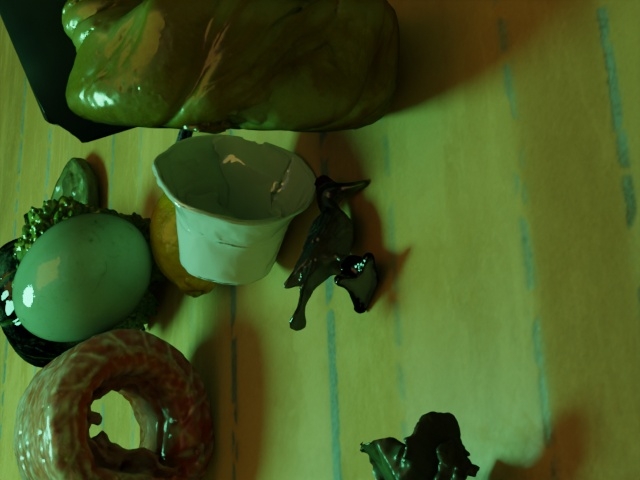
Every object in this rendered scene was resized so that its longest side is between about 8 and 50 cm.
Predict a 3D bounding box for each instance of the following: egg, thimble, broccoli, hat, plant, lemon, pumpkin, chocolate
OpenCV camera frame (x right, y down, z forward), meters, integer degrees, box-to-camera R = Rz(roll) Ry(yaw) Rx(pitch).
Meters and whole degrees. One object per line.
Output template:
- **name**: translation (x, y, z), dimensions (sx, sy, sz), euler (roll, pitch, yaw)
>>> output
- **egg**: translation (-0.303, 0.048, 1.471), dimensions (0.192, 0.149, 0.149), euler (-33, 44, 10)
- **thimble**: translation (-0.255, 0.235, 1.437), dimensions (0.162, 0.239, 0.239), euler (-28, 56, 51)
- **broccoli**: translation (-0.318, 0.004, 1.660), dimensions (0.180, 0.242, 0.273), euler (-42, 48, 15)
- **hat**: translation (-0.105, -0.026, 1.352), dimensions (0.203, 0.203, 0.126), euler (-123, 36, -51)
- **plant**: translation (0.094, 0.246, 0.925), dimensions (0.142, 0.131, 0.203), euler (-60, 33, 35)
- **lemon**: translation (-0.161, -0.004, 1.477), dimensions (0.114, 0.114, 0.155), euler (-9, 79, 59)
- **pumpkin**: translation (-0.435, 0.097, 1.829), dimensions (0.220, 0.162, 0.220), euler (160, 90, -74)
- **chocolate**: translation (-0.261, -0.352, 1.615), dimensions (0.297, 0.314, 0.326), euler (-99, -10, -66)

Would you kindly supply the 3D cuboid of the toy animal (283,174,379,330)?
- **toy animal**: translation (0.009, 0.002, 1.224), dimensions (0.105, 0.070, 0.202), euler (-13, 50, 11)

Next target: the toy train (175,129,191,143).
- **toy train**: translation (-0.202, -0.146, 1.693), dimensions (0.017, 0.017, 0.083), euler (45, 120, 57)

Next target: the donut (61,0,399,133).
- **donut**: translation (-0.083, -0.194, 1.194), dimensions (0.360, 0.360, 0.170), euler (16, 107, 61)

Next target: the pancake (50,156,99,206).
- **pancake**: translation (-0.451, 0.005, 2.043), dimensions (0.294, 0.049, 0.294), euler (-32, 51, 49)
